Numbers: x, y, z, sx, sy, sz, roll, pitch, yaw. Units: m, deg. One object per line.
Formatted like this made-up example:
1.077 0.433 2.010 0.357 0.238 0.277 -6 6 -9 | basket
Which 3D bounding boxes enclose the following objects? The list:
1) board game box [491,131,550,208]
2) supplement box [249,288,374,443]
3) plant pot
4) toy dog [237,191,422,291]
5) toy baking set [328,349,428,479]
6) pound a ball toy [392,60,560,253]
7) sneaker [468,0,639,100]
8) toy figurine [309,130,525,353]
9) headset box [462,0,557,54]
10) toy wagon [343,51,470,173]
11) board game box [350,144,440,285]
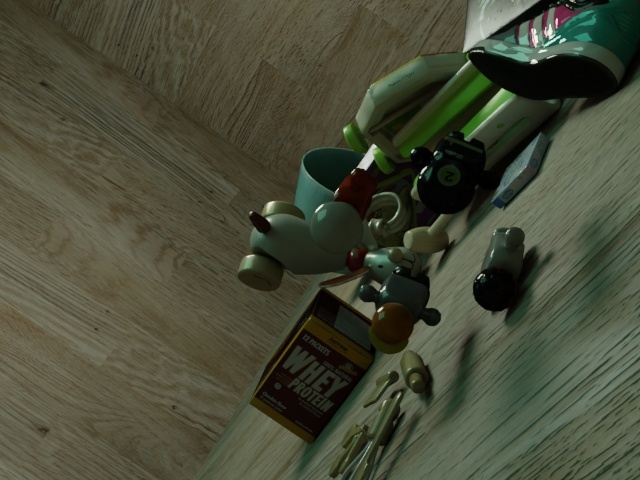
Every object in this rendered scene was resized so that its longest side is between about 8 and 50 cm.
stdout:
0.292 -0.101 1.328 0.090 0.020 0.090 -54 3 48 | board game box
-0.008 0.216 1.615 0.191 0.129 0.194 -55 2 14 | supplement box
0.064 -0.060 2.268 0.293 0.293 0.235 -60 -10 -60 | plant pot
0.000 0.000 1.617 0.161 0.334 0.220 61 -160 -59 | toy dog
0.074 0.231 1.120 0.196 0.030 0.256 -58 2 2 | toy baking set
0.254 -0.138 1.499 0.319 0.136 0.208 -45 49 41 | pound a ball toy
0.339 -0.297 1.258 0.178 0.124 0.295 -54 28 -8 | sneaker
0.115 0.003 1.021 0.213 0.209 0.148 -19 17 24 | toy figurine
0.372 -0.441 1.543 0.246 0.131 0.283 -30 46 55 | headset box
0.207 -0.216 1.645 0.267 0.068 0.344 -29 -26 19 | toy wagon
0.155 -0.095 1.797 0.347 0.208 0.056 -55 28 1 | board game box
